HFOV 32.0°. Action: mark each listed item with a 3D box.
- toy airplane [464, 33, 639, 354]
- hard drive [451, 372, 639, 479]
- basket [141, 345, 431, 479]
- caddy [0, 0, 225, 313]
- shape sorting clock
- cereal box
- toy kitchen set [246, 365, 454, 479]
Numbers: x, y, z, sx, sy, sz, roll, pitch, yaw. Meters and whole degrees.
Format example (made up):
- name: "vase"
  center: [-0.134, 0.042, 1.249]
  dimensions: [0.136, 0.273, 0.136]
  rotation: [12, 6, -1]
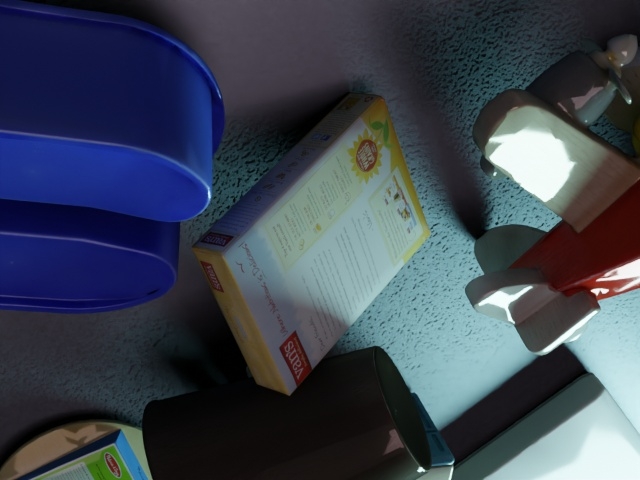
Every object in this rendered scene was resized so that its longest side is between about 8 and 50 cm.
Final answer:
- name: "toy airplane"
  center: [0.308, -0.052, 1.079]
  dimensions: [0.384, 0.272, 0.386]
  rotation: [-4, 158, -5]
- name: "hard drive"
  center: [0.330, 0.342, 1.416]
  dimensions: [0.233, 0.047, 0.353]
  rotation: [-37, 125, 6]
- name: "basket"
  center: [-0.023, 0.200, 1.063]
  dimensions: [0.226, 0.154, 0.204]
  rotation: [-26, 100, 12]
- name: "caddy"
  center: [-0.242, -0.076, 0.904]
  dimensions: [0.341, 0.179, 0.241]
  rotation: [6, 141, -22]
- name: "shape sorting clock"
  center: [-0.250, 0.278, 1.187]
  dimensions: [0.206, 0.040, 0.206]
  rotation: [-7, 118, -14]
- name: "cereal box"
  center: [0.000, 0.000, 1.029]
  dimensions: [0.240, 0.047, 0.173]
  rotation: [-45, 131, -31]
- name: "toy kitchen set"
  center: [0.032, 0.172, 1.170]
  dimensions: [0.207, 0.122, 0.166]
  rotation: [-3, 120, -17]
